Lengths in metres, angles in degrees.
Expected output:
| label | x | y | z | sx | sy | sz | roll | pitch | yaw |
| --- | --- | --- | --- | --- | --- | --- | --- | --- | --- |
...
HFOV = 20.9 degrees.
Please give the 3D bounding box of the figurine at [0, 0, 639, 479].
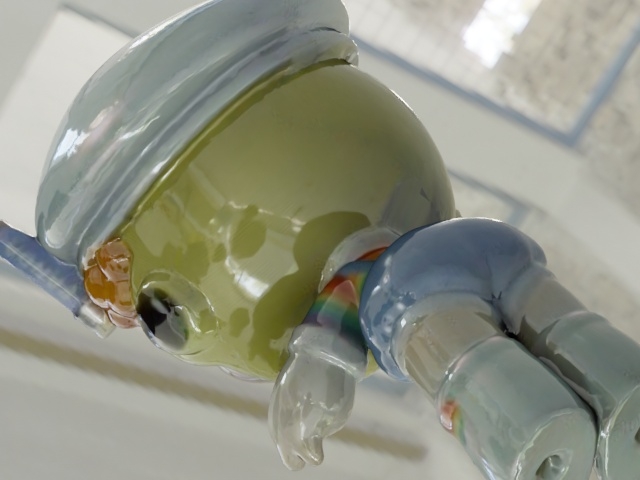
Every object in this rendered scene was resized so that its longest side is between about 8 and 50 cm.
| label | x | y | z | sx | sy | sz | roll | pitch | yaw |
| --- | --- | --- | --- | --- | --- | --- | --- | --- | --- |
| figurine | 0.027 | -0.008 | 0.865 | 0.382 | 0.205 | 0.224 | 23 | -144 | 36 |
